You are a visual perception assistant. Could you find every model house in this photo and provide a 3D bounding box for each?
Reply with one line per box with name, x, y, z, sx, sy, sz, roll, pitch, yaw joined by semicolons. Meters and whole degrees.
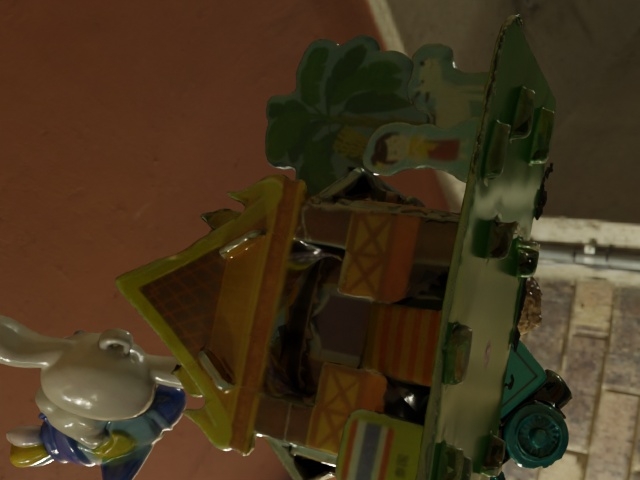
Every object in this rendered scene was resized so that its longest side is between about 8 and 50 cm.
model house;0.000;0.000;0.674;0.242;0.313;0.357;15;-94;-70

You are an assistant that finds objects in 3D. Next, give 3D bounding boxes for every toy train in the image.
toy train;0.143;0.176;0.864;0.198;0.107;0.154;-38;-89;-3

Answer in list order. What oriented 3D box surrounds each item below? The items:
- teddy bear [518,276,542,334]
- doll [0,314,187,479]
teddy bear;0.207;0.068;1.347;0.222;0.296;0.246;34;-96;-29
doll;-0.363;0.263;1.469;0.187;0.376;0.365;-68;-2;-51
